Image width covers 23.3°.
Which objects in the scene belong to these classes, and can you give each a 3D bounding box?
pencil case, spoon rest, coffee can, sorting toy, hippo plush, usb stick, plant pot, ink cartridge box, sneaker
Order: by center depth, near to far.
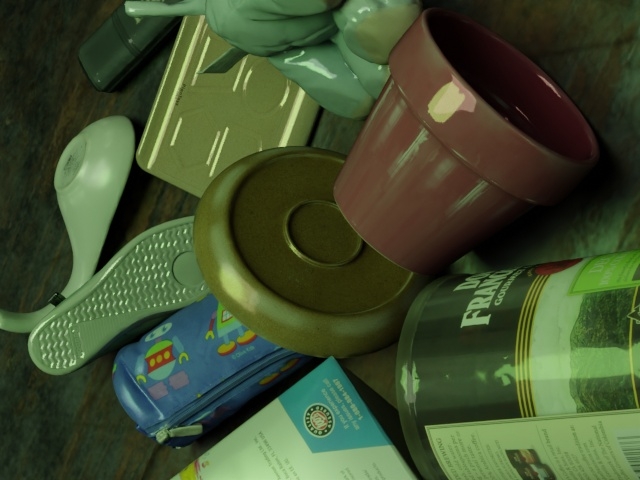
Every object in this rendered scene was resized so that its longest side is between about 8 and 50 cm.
[{"bbox_3d":[0.229,0.110,1.241,0.275,0.201,0.201,-10,76,38],"label":"coffee can"},{"bbox_3d":[-0.014,0.279,1.360,0.270,0.197,0.198,-37,60,5],"label":"ink cartridge box"},{"bbox_3d":[0.114,-0.075,1.372,0.180,0.201,0.201,-49,55,25],"label":"plant pot"},{"bbox_3d":[0.000,0.000,1.438,0.236,0.236,0.032,66,152,27],"label":"plant pot"},{"bbox_3d":[0.018,-0.272,1.517,0.294,0.234,0.236,-4,55,49],"label":"hippo plush"},{"bbox_3d":[-0.079,0.105,1.550,0.306,0.119,0.133,-33,39,32],"label":"pencil case"},{"bbox_3d":[-0.091,-0.134,1.664,0.208,0.038,0.193,25,98,35],"label":"sorting toy"},{"bbox_3d":[-0.200,0.049,1.680,0.256,0.151,0.094,-32,95,-3],"label":"sneaker"},{"bbox_3d":[-0.175,-0.272,1.748,0.278,0.045,0.077,-40,58,27],"label":"usb stick"},{"bbox_3d":[-0.281,-0.017,1.772,0.276,0.084,0.137,-62,31,2],"label":"spoon rest"}]
